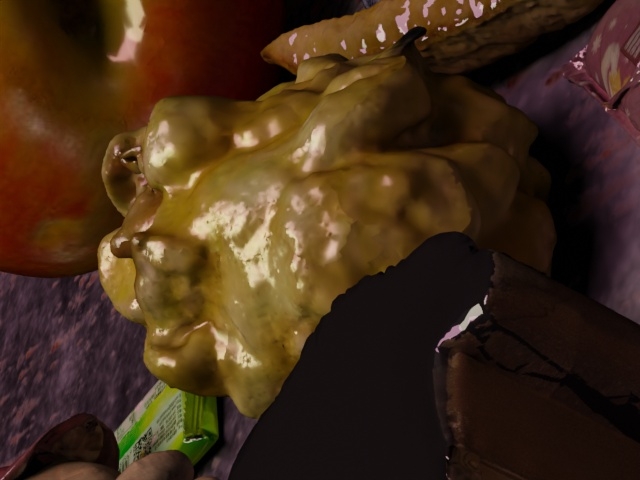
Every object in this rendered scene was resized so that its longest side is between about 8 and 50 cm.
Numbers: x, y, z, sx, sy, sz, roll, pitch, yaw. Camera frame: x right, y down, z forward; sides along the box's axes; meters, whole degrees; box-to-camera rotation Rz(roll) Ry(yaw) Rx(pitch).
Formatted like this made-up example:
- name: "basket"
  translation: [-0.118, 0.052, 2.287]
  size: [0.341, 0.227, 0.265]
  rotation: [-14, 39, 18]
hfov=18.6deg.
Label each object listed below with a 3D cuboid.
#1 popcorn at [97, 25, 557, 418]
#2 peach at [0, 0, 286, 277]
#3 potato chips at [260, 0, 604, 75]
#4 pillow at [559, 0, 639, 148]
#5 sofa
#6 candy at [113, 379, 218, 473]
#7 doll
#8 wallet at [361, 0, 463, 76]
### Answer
- name: "popcorn"
  translation: [0.000, 0.000, 1.108]
  size: [0.286, 0.252, 0.215]
  rotation: [7, 119, 68]
- name: "peach"
  translation: [-0.208, -0.157, 1.478]
  size: [0.388, 0.388, 0.388]
  rotation: [-45, 35, 43]
- name: "potato chips"
  translation: [0.108, -0.154, 1.135]
  size: [0.407, 0.057, 0.080]
  rotation: [-27, 63, 45]
- name: "pillow"
  translation: [0.189, -0.088, 0.980]
  size: [0.118, 0.043, 0.185]
  rotation: [-57, 31, 20]
- name: "sofa"
  translation: [0.080, 0.132, 0.880]
  size: [0.258, 0.200, 0.182]
  rotation: [-49, 20, 39]
- name: "candy"
  translation: [-0.124, 0.153, 1.451]
  size: [0.178, 0.032, 0.102]
  rotation: [-50, 32, 40]
- name: "doll"
  translation: [-0.161, 0.222, 1.334]
  size: [0.256, 0.152, 0.196]
  rotation: [5, 51, 52]
- name: "wallet"
  translation: [0.081, -0.205, 1.299]
  size: [0.167, 0.036, 0.222]
  rotation: [-61, 24, 21]
